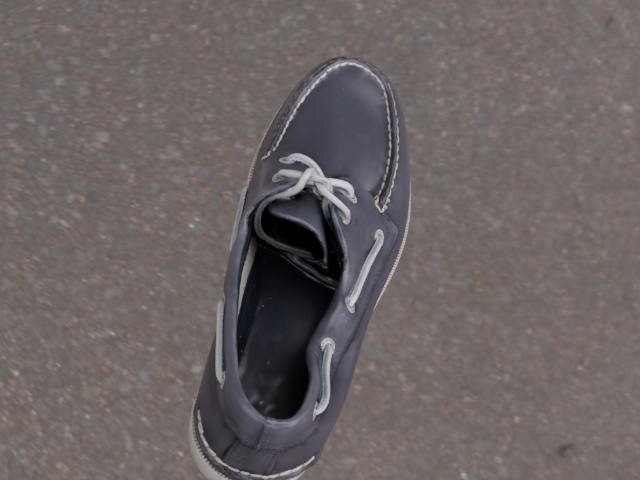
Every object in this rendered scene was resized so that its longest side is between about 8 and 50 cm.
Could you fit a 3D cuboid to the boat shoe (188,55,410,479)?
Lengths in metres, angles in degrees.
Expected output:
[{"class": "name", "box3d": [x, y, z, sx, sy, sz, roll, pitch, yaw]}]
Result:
[{"class": "boat shoe", "box3d": [0.000, 0.000, 0.501, 0.075, 0.065, 0.206, 18, 61, -3]}]
